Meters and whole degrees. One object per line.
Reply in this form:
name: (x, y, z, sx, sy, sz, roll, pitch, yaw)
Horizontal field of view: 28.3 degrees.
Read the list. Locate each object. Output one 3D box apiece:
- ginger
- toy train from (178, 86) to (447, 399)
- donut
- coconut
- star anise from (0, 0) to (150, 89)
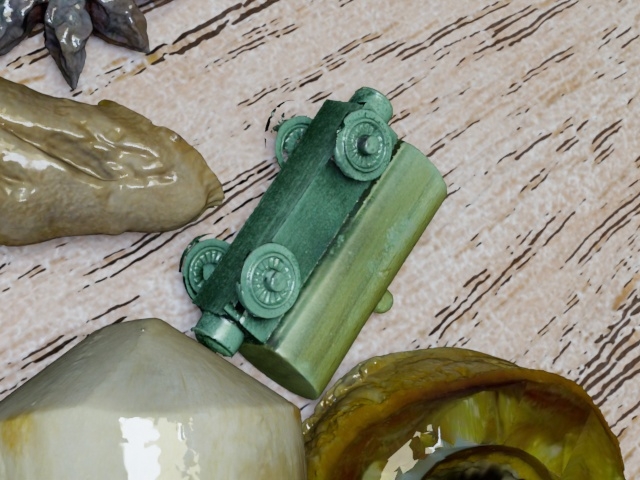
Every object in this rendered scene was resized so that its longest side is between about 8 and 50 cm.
ginger: (-0.259, -0.072, 1.132, 0.354, 0.126, 0.190, 7, 70, -12)
toy train: (-0.004, 0.001, 1.218, 0.189, 0.126, 0.307, 49, 64, -37)
donut: (0.128, 0.253, 1.161, 0.330, 0.160, 0.330, 1, 88, -18)
coconut: (-0.151, 0.214, 1.019, 0.323, 0.323, 0.323, 4, 76, -17)
star anise: (-0.232, -0.253, 1.210, 0.262, 0.081, 0.230, -4, 68, -16)
